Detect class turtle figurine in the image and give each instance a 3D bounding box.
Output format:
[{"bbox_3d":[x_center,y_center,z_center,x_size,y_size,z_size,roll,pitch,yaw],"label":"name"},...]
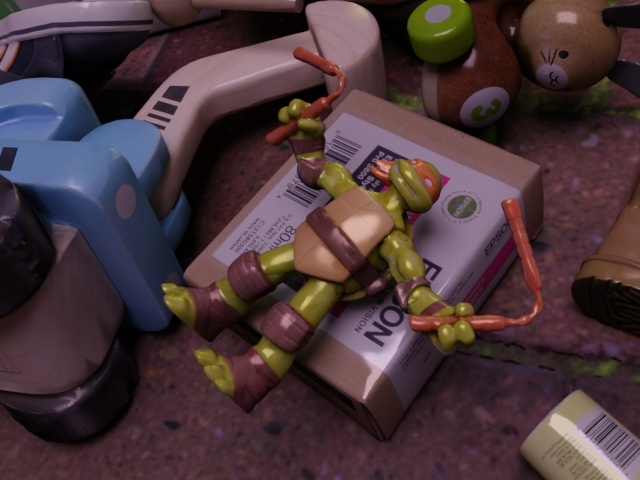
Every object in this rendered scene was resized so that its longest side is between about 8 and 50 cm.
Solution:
[{"bbox_3d":[0.000,0.000,0.488,0.217,0.087,0.269,-37,64,1],"label":"turtle figurine"}]

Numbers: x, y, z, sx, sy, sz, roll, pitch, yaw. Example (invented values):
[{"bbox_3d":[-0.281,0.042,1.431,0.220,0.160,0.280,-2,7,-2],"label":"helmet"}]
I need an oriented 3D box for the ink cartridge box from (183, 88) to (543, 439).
[{"bbox_3d":[0.039,0.007,0.579,0.193,0.088,0.234,29,69,31],"label":"ink cartridge box"}]

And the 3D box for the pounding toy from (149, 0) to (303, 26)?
[{"bbox_3d":[-0.060,-0.292,0.755,0.183,0.110,0.236,9,60,16],"label":"pounding toy"}]

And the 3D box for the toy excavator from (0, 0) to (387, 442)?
[{"bbox_3d":[-0.184,-0.067,0.637,0.433,0.222,0.445,3,51,17],"label":"toy excavator"}]

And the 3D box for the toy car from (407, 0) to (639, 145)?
[{"bbox_3d":[0.190,-0.152,0.585,0.189,0.155,0.148,11,62,29],"label":"toy car"}]

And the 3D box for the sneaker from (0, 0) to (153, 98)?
[{"bbox_3d":[-0.290,-0.177,0.751,0.321,0.127,0.126,3,17,37],"label":"sneaker"}]

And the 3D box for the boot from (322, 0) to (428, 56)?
[{"bbox_3d":[0.071,-0.239,0.746,0.082,0.106,0.219,-41,28,-6],"label":"boot"}]

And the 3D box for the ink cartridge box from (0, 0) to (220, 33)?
[{"bbox_3d":[-0.274,-0.355,0.883,0.289,0.121,0.211,-10,56,9],"label":"ink cartridge box"}]

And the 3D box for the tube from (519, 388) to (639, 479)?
[{"bbox_3d":[0.229,0.196,0.424,0.240,0.062,0.070,43,121,28],"label":"tube"}]

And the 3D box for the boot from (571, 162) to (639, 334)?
[{"bbox_3d":[0.343,-0.031,0.515,0.236,0.089,0.269,26,67,28],"label":"boot"}]
